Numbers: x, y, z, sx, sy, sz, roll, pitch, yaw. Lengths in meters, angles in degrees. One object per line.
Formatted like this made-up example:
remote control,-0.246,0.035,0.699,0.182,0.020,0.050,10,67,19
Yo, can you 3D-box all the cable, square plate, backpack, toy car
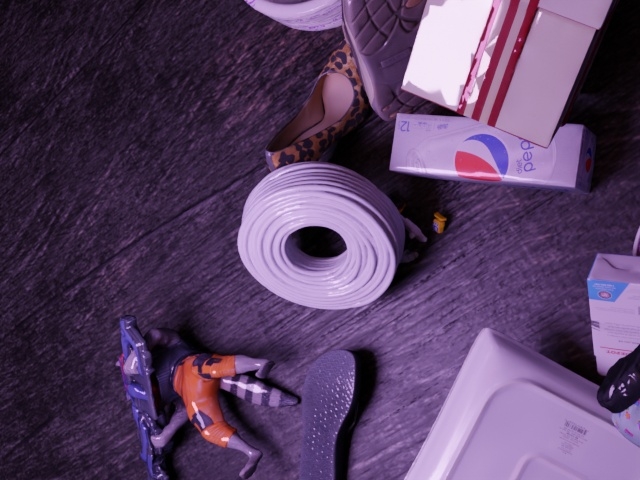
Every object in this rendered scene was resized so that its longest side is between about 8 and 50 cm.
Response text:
cable,0.000,0.000,1.463,0.257,0.257,0.089,-29,29,30
square plate,0.300,0.346,1.291,0.347,0.049,0.344,27,90,6
backpack,0.457,0.223,1.220,0.182,0.152,0.115,35,74,8
toy car,0.132,-0.031,1.488,0.122,0.060,0.040,27,131,33

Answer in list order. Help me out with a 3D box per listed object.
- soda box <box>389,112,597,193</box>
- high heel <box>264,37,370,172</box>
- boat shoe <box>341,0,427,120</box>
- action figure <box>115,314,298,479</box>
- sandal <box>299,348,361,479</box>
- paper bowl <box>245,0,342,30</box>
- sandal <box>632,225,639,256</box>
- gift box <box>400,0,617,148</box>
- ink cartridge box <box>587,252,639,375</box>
soda box,0.253,-0.130,1.408,0.286,0.098,0.091,8,90,27
high heel,-0.005,-0.216,1.495,0.093,0.186,0.261,15,93,30
boat shoe,0.077,-0.333,1.396,0.132,0.355,0.130,-25,51,-12
action figure,-0.217,0.276,1.622,0.330,0.179,0.341,21,123,33
sandal,0.016,0.290,1.532,0.097,0.054,0.254,20,105,34
paper bowl,-0.004,-0.482,1.536,0.284,0.148,0.284,-2,85,28
sandal,0.533,-0.118,1.258,0.169,0.102,0.416,17,94,27
gift box,0.251,-0.312,1.266,0.277,0.255,0.258,23,126,9
ink cartridge box,0.427,0.107,1.292,0.104,0.060,0.180,5,131,27
